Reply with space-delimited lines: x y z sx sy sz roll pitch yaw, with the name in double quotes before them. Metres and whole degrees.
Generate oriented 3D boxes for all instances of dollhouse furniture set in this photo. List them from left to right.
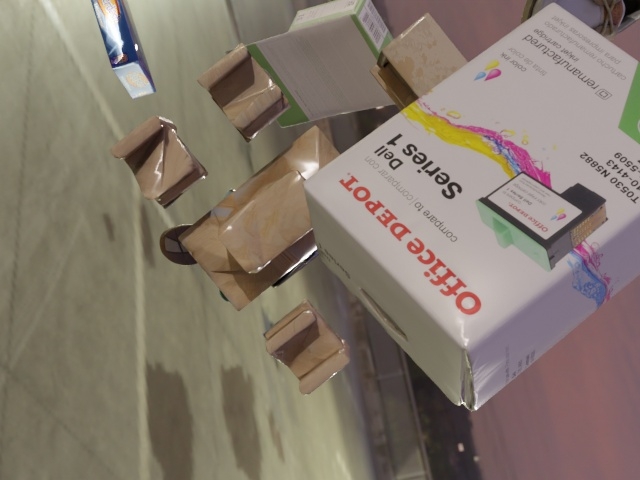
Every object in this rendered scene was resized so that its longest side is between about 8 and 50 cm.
"dollhouse furniture set" 0.016 -0.082 1.213 0.362 0.394 0.256 51 3 -1

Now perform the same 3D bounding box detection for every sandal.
"sandal" -0.210 -0.002 1.667 0.180 0.049 0.072 -16 111 -47

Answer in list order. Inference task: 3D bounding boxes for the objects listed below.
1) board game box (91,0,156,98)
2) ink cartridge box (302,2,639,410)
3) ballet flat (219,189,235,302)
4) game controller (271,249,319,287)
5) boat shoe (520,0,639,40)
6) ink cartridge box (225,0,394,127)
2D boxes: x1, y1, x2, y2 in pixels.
"board game box" -0.332 -0.355 1.574 0.160 0.047 0.210 87 -15 -82
"ink cartridge box" 0.155 -0.033 0.781 0.201 0.278 0.117 46 -14 30
"ballet flat" -0.105 0.001 1.375 0.070 0.070 0.188 71 14 -59
"game controller" 0.000 0.000 1.851 0.067 0.166 0.319 39 22 6
"boat shoe" 0.411 -0.358 1.465 0.302 0.103 0.113 -33 133 -41
"ink cartridge box" 0.001 -0.260 1.428 0.171 0.235 0.056 52 46 -37
